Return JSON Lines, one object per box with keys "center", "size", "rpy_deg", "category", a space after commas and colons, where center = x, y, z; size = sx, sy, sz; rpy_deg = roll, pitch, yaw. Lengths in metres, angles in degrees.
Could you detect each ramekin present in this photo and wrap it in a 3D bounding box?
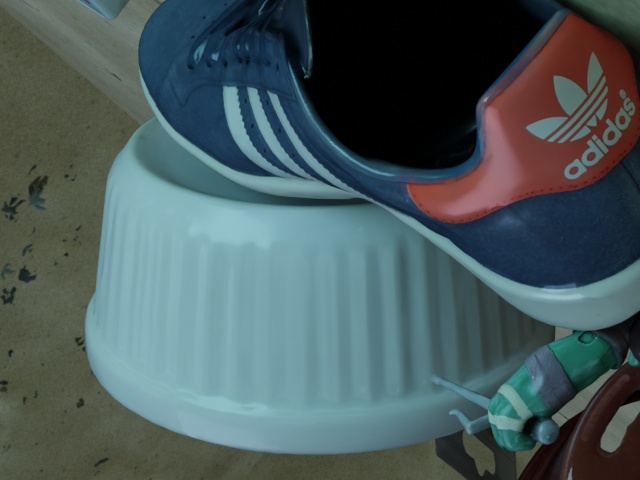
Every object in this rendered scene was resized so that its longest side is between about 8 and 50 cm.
{"center": [0.000, 0.000, 0.817], "size": [0.273, 0.127, 0.273], "rpy_deg": [0, -157, 0], "category": "ramekin"}

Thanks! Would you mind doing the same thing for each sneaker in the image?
{"center": [0.011, -0.089, 0.633], "size": [0.350, 0.131, 0.148], "rpy_deg": [24, 161, 45], "category": "sneaker"}

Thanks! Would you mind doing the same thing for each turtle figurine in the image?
{"center": [0.146, 0.046, 0.615], "size": [0.175, 0.118, 0.234], "rpy_deg": [-11, -140, -42], "category": "turtle figurine"}

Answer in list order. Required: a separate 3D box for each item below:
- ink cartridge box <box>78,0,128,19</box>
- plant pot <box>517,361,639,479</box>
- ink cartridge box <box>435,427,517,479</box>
{"center": [-0.194, -0.236, 0.932], "size": [0.127, 0.072, 0.175], "rpy_deg": [34, 175, 26], "category": "ink cartridge box"}
{"center": [0.242, 0.185, 0.865], "size": [0.272, 0.272, 0.265], "rpy_deg": [35, 168, 18], "category": "plant pot"}
{"center": [0.090, 0.067, 1.036], "size": [0.066, 0.232, 0.189], "rpy_deg": [-6, 155, 24], "category": "ink cartridge box"}
